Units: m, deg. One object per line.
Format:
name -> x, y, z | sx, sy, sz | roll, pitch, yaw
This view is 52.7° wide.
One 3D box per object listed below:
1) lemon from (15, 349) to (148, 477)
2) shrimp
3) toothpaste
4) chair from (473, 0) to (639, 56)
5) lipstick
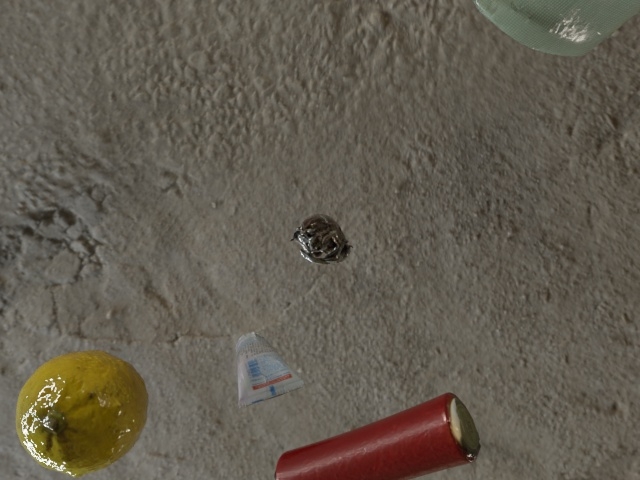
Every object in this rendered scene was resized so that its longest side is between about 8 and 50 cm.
lemon -> -0.374, 0.270, 1.022 | 0.192, 0.231, 0.192 | 0, 87, 7
shrimp -> 0.000, 0.000, 0.769 | 0.057, 0.165, 0.065 | -21, 87, 17
toothpaste -> -0.087, 0.185, 0.941 | 0.089, 0.234, 0.057 | -17, 98, -10
chair -> 0.276, -0.293, 0.484 | 0.160, 0.186, 0.319 | 10, 166, -29
lipstick -> 0.060, 0.247, 0.741 | 0.241, 0.080, 0.080 | -28, 115, 25
